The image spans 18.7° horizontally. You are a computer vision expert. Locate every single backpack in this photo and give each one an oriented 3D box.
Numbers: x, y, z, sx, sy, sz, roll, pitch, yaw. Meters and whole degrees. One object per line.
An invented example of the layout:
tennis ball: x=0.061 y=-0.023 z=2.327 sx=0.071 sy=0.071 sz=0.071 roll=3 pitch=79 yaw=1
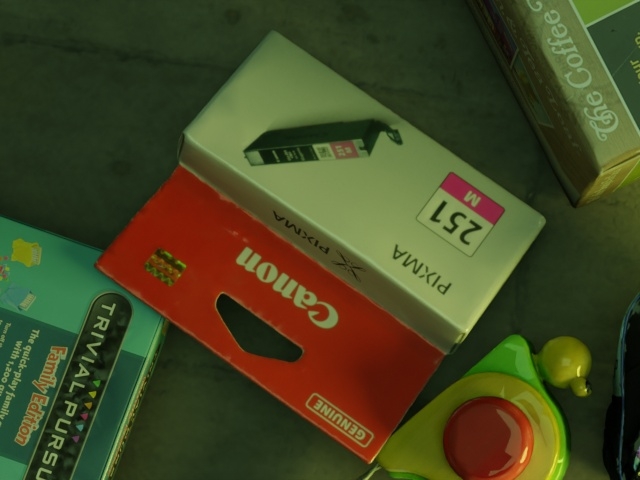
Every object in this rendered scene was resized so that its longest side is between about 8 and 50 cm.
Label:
backpack: x=0.299 y=0.113 z=1.509 sx=0.158 sy=0.117 sz=0.173 roll=0 pitch=85 yaw=3

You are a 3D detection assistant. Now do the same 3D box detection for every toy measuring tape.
toy measuring tape: x=0.091 y=0.200 z=1.519 sx=0.330 sy=0.121 sz=0.121 roll=-41 pitch=84 yaw=7

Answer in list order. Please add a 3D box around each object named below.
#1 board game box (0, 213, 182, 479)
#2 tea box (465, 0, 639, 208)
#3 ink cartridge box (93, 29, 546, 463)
board game box: x=-0.309 y=0.096 z=1.525 sx=0.336 sy=0.079 sz=0.254 roll=20 pitch=74 yaw=1
tea box: x=0.270 y=-0.247 z=1.495 sx=0.323 sy=0.220 sz=0.329 roll=-26 pitch=84 yaw=-1
ink cartridge box: x=0.000 y=0.000 z=1.524 sx=0.275 sy=0.060 sz=0.239 roll=35 pitch=64 yaw=5
